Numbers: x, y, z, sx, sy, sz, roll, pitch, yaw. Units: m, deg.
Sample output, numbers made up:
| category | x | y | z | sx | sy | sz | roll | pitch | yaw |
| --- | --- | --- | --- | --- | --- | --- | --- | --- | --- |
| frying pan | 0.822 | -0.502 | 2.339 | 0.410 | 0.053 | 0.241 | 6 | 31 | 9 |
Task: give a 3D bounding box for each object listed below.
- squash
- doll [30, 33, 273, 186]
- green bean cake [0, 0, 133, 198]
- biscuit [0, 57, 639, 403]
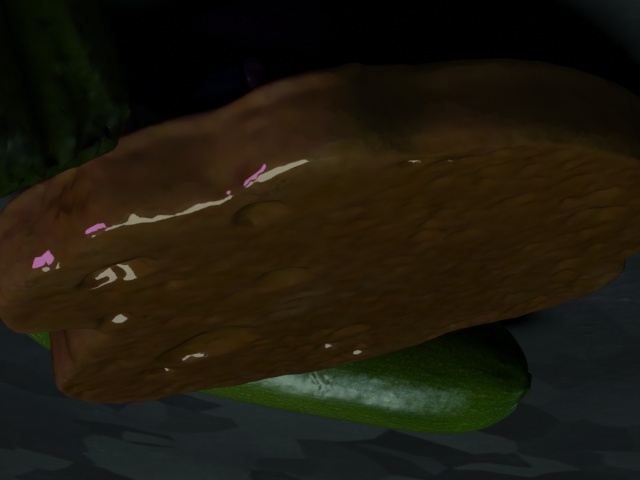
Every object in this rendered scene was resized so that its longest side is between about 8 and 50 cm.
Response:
| category | x | y | z | sx | sy | sz | roll | pitch | yaw |
| --- | --- | --- | --- | --- | --- | --- | --- | --- | --- |
| squash | -0.047 | 0.053 | 0.936 | 0.378 | 0.101 | 0.101 | 11 | 157 | -12 |
| doll | -0.091 | -0.056 | 0.733 | 0.152 | 0.085 | 0.114 | 9 | 135 | -20 |
| green bean cake | -0.232 | -0.063 | 0.566 | 0.250 | 0.156 | 0.247 | -27 | -164 | -38 |
| biscuit | 0.000 | 0.000 | 0.732 | 0.351 | 0.057 | 0.312 | -18 | 158 | 16 |
